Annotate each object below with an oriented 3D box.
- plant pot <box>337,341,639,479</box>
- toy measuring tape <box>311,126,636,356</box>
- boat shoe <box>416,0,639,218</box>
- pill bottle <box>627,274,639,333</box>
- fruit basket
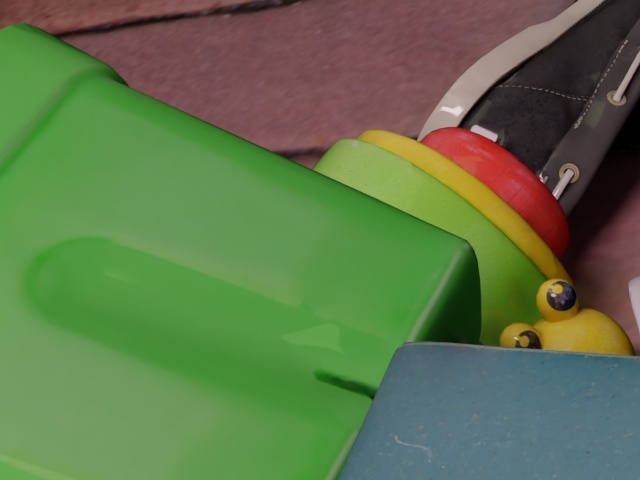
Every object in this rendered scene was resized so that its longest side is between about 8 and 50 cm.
[{"bbox_3d":[0.063,0.166,0.409,0.166,0.165,0.234,2,49,42],"label":"plant pot"},{"bbox_3d":[0.000,0.000,0.759,0.121,0.121,0.330,-39,32,-19],"label":"toy measuring tape"},{"bbox_3d":[0.140,-0.073,0.830,0.079,0.084,0.233,39,57,20],"label":"boat shoe"},{"bbox_3d":[0.192,0.018,0.585,0.180,0.108,0.108,-20,30,12],"label":"pill bottle"},{"bbox_3d":[-0.163,0.110,0.549,0.392,0.283,0.392,-8,38,6],"label":"fruit basket"}]
